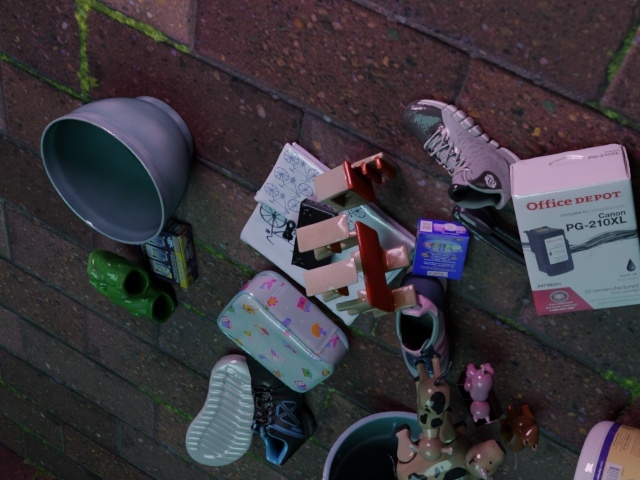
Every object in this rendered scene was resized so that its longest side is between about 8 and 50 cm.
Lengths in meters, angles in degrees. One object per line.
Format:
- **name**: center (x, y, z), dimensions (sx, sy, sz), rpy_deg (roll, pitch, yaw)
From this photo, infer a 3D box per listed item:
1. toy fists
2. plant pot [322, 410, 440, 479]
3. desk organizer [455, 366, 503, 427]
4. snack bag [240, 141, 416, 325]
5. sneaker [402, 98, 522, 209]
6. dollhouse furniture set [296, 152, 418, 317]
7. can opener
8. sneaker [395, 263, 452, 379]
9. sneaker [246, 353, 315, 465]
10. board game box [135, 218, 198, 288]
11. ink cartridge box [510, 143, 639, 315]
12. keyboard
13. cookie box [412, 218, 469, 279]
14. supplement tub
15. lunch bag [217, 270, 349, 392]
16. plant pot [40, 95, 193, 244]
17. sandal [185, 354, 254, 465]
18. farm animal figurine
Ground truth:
- **toy fists**: center (-0.464, 0.112, 2.086), dimensions (0.142, 0.096, 0.279), rpy_deg (26, 164, 27)
- **plant pot**: center (0.163, 0.616, 1.983), dimensions (0.341, 0.341, 0.334), rpy_deg (27, 147, 14)
- **desk organizer**: center (0.325, 0.323, 1.779), dimensions (0.047, 0.050, 0.130), rpy_deg (-4, 124, 39)
- **snack bag**: center (0.000, 0.000, 1.733), dimensions (0.323, 0.037, 0.342), rpy_deg (38, 140, 0)
- **sneaker**: center (0.212, -0.129, 1.381), dimensions (0.228, 0.132, 0.086), rpy_deg (33, 140, 6)
- **dollhouse furniture set**: center (0.080, -0.005, 1.490), dimensions (0.135, 0.259, 0.262), rpy_deg (-18, 160, 24)
- **can opener**: center (0.304, -0.006, 1.488), dimensions (0.186, 0.073, 0.059), rpy_deg (34, 132, -9)
- **sneaker**: center (0.189, 0.196, 1.695), dimensions (0.112, 0.131, 0.319), rpy_deg (7, 132, 22)
- **sneaker**: center (-0.108, 0.397, 2.100), dimensions (0.125, 0.140, 0.341), rpy_deg (5, 129, 35)
- **board game box**: center (-0.359, 0.018, 2.006), dimensions (0.141, 0.048, 0.170), rpy_deg (19, 137, 19)
- **ink cartridge box**: center (0.399, -0.012, 1.343), dimensions (0.171, 0.100, 0.237), rpy_deg (-9, 123, 18)
- **keyboard**: center (-0.023, -0.009, 1.697), dimensions (0.108, 0.023, 0.180), rpy_deg (20, 136, 9)
- **cookie box**: center (0.214, 0.016, 1.564), dimensions (0.091, 0.040, 0.107), rpy_deg (6, 134, 3)
- **supplement tub**: center (0.632, 0.473, 1.544), dimensions (0.331, 0.241, 0.241), rpy_deg (11, 133, 29)
- **lunch bag**: center (-0.088, 0.202, 1.929), dimensions (0.279, 0.108, 0.224), rpy_deg (42, 145, -1)
- **plant pot**: center (-0.375, -0.167, 1.733), dimensions (0.293, 0.196, 0.293), rpy_deg (20, 137, 20)
- **sandal**: center (-0.235, 0.442, 2.277), dimensions (0.169, 0.102, 0.416), rpy_deg (22, 126, -3)
- **farm animal figurine**: center (0.259, 0.396, 1.687), dimensions (0.330, 0.172, 0.327), rpy_deg (28, 125, -25)
